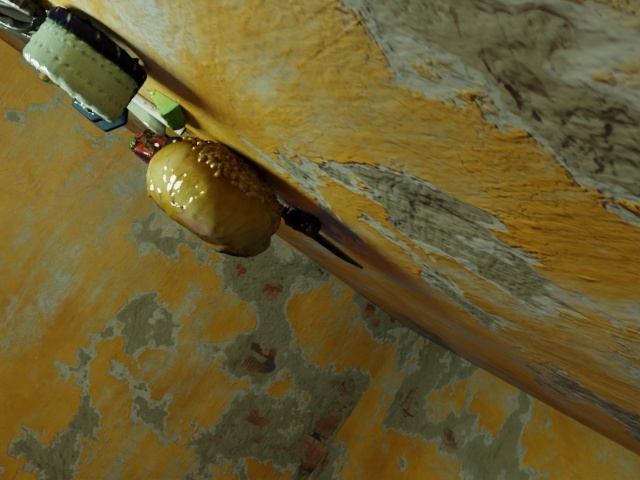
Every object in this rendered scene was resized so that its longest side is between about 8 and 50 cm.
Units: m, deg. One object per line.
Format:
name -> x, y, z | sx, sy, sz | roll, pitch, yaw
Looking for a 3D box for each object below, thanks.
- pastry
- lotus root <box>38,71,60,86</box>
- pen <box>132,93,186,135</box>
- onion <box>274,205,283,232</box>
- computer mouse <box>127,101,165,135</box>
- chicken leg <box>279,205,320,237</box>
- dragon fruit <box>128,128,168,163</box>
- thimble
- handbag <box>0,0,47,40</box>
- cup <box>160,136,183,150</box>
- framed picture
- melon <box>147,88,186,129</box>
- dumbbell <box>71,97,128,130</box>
pastry -> -0.283, -0.123, 1.612 | 0.409, 0.245, 0.409 | 37, 177, 2
lotus root -> -0.830, -0.559, 1.882 | 0.095, 0.135, 0.159 | 35, -172, -15
pen -> -0.520, -0.403, 1.743 | 0.269, 0.033, 0.033 | 36, 175, -13
onion -> -0.216, -0.093, 2.067 | 0.177, 0.153, 0.177 | 50, -178, -2
computer mouse -> -0.535, -0.393, 1.812 | 0.181, 0.056, 0.089 | 41, -178, 27
chicken leg -> -0.058, -0.057, 1.855 | 0.105, 0.063, 0.234 | 32, 175, -36
dragon fruit -> -0.657, -0.374, 2.417 | 0.211, 0.147, 0.282 | 17, 167, 44
thimble -> -0.494, -0.369, 1.223 | 0.237, 0.150, 0.237 | 36, 175, 4
handbag -> -0.736, -0.549, 1.376 | 0.257, 0.114, 0.285 | 28, 175, -4
cup -> -0.506, -0.264, 2.160 | 0.169, 0.177, 0.223 | 25, 169, 44
framed picture -> 0.000, 0.000, 2.293 | 0.323, 0.013, 0.244 | 37, 174, -25
melon -> -0.409, -0.338, 1.556 | 0.114, 0.053, 0.262 | 43, 174, -6
dumbbell -> -0.734, -0.460, 1.964 | 0.144, 0.160, 0.325 | 7, -179, -13
